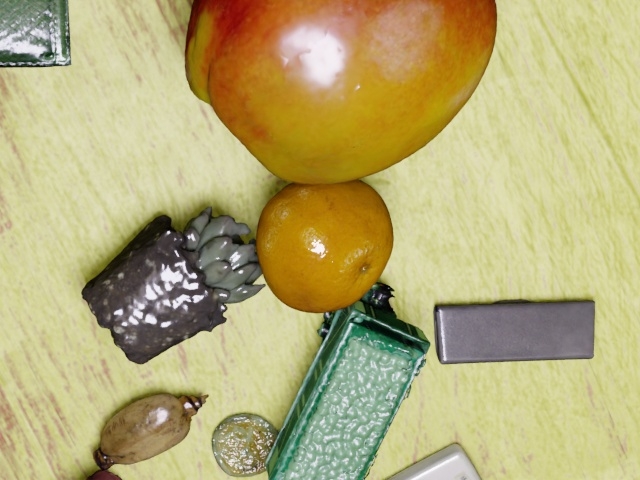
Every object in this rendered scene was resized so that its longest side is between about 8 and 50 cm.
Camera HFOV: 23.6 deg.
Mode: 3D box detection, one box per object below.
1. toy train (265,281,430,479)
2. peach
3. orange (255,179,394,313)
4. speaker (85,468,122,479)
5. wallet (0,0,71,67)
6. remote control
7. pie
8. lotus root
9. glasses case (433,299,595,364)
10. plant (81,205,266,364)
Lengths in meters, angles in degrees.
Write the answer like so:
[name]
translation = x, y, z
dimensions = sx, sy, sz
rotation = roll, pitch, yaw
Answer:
[toy train]
translation = 0.030, 0.180, 1.743
dimensions = 0.115, 0.154, 0.269
rotation = 24, 99, -14
[peach]
translation = 0.027, -0.217, 1.582
dimensions = 0.332, 0.308, 0.308
rotation = -33, 104, 4
[orange]
translation = 0.000, 0.000, 1.659
dimensions = 0.136, 0.159, 0.159
rotation = 36, 99, 30
[speaker]
translation = -0.362, 0.390, 1.719
dimensions = 0.329, 0.198, 0.259
rotation = -22, 145, 4
[wallet]
translation = -0.389, -0.265, 1.646
dimensions = 0.236, 0.055, 0.160
rotation = -2, 100, -12
[remote control]
translation = 0.089, 0.335, 1.839
dimensions = 0.230, 0.049, 0.090
rotation = -30, 107, -1
[pie]
translation = -0.087, 0.242, 1.812
dimensions = 0.084, 0.021, 0.084
rotation = 0, 102, -2
[lotus root]
translation = -0.197, 0.213, 1.771
dimensions = 0.152, 0.063, 0.072
rotation = -28, 119, 2
[glasses case]
translation = 0.229, 0.107, 1.806
dimensions = 0.190, 0.042, 0.072
rotation = -2, 96, -6
[plant]
translation = -0.160, 0.042, 1.701
dimensions = 0.194, 0.132, 0.129
rotation = -34, 108, -5
